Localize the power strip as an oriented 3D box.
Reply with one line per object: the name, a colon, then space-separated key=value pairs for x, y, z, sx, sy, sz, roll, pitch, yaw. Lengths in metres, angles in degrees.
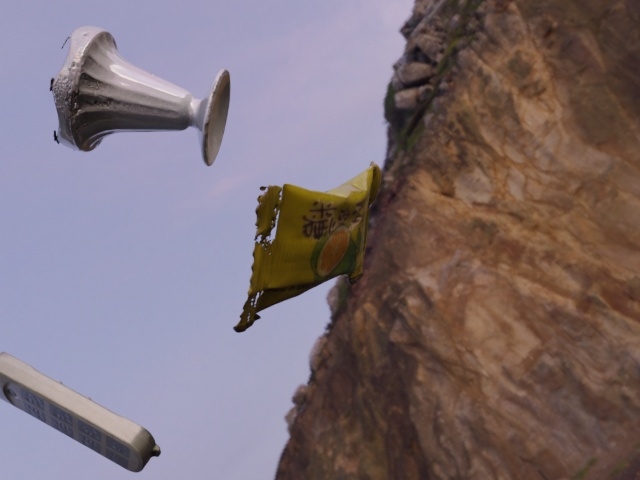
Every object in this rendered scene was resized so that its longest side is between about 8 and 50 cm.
power strip: x=-0.279 y=0.186 z=0.752 sx=0.029 sy=0.227 sz=0.080 roll=-59 pitch=-5 yaw=-38

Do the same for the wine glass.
wine glass: x=-0.224 y=-0.179 z=0.891 sx=0.196 sy=0.165 sz=0.165 roll=11 pitch=-37 yaw=-2

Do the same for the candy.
candy: x=0.000 y=0.000 z=0.872 sx=0.297 sy=0.081 sz=0.187 roll=-24 pitch=-49 yaw=-57
